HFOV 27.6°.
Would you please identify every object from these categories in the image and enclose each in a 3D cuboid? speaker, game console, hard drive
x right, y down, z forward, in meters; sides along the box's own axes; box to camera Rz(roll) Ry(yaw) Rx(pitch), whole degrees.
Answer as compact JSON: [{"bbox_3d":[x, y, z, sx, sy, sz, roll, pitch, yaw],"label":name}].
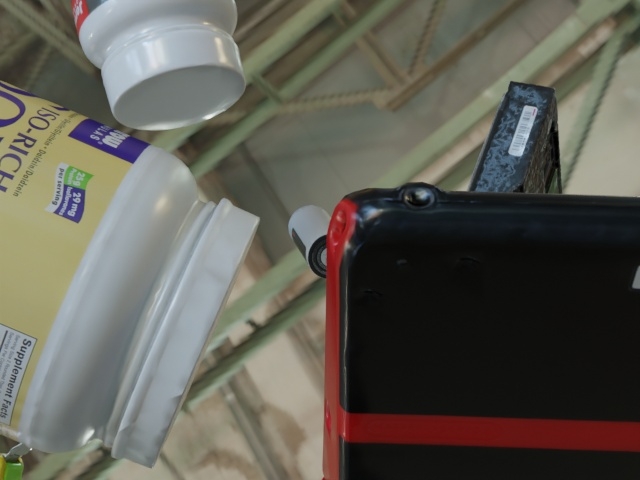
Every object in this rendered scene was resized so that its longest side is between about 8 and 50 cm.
[{"bbox_3d":[0.000,0.000,1.513,0.055,0.136,0.055,-3,-74,-10],"label":"speaker"},{"bbox_3d":[0.194,0.091,0.718,0.387,0.060,0.342,1,-42,0],"label":"game console"},{"bbox_3d":[0.224,0.006,1.530,0.339,0.064,0.237,68,-140,-57],"label":"hard drive"}]

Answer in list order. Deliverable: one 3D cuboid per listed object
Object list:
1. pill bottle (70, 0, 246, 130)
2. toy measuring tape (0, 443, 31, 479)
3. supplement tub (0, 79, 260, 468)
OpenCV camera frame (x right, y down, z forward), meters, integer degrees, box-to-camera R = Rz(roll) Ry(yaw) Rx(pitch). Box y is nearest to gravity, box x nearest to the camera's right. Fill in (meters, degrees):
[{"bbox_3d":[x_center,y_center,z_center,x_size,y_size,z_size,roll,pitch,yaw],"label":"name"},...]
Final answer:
[{"bbox_3d":[-0.177,-0.267,1.319,0.161,0.283,0.161,-15,-18,-5],"label":"pill bottle"},{"bbox_3d":[-0.409,0.342,1.770,0.330,0.121,0.121,-38,-36,5],"label":"toy measuring tape"},{"bbox_3d":[-0.235,0.011,0.962,0.331,0.241,0.241,23,-53,-2],"label":"supplement tub"}]
